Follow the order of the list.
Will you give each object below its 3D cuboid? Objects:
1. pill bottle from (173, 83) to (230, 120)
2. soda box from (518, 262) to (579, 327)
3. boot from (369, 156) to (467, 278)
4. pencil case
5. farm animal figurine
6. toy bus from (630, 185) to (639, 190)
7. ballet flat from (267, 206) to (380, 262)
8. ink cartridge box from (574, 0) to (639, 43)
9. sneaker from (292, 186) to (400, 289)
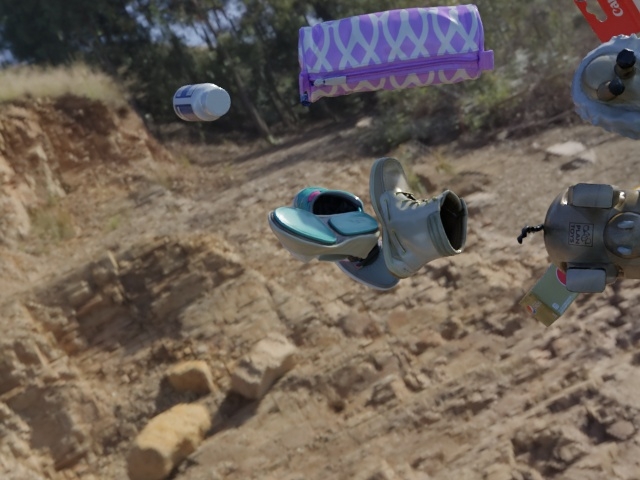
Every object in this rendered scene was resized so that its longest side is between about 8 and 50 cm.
[{"bbox_3d":[-0.212,-0.249,1.461,0.067,0.067,0.120,-29,22,-28],"label":"pill bottle"},{"bbox_3d":[0.381,0.042,1.221,0.181,0.058,0.061,-46,-12,-20],"label":"soda box"},{"bbox_3d":[0.161,-0.058,1.326,0.077,0.213,0.165,0,-17,-32],"label":"boot"},{"bbox_3d":[0.073,-0.199,0.864,0.206,0.086,0.088,-9,31,4],"label":"pencil case"},{"bbox_3d":[0.335,0.024,0.685,0.327,0.330,0.172,20,9,16],"label":"farm animal figurine"},{"bbox_3d":[0.668,-0.036,1.667,0.333,0.130,0.108,-19,-44,-46],"label":"toy bus"},{"bbox_3d":[0.000,0.000,1.251,0.086,0.086,0.249,-22,-16,40],"label":"ballet flat"},{"bbox_3d":[0.547,-0.420,1.375,0.225,0.181,0.056,-20,39,39],"label":"ink cartridge box"},{"bbox_3d":[0.069,-0.006,1.697,0.123,0.295,0.178,-49,5,-6],"label":"sneaker"}]
